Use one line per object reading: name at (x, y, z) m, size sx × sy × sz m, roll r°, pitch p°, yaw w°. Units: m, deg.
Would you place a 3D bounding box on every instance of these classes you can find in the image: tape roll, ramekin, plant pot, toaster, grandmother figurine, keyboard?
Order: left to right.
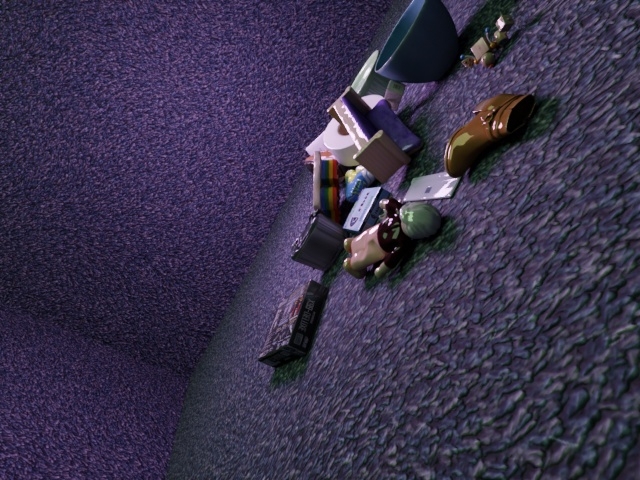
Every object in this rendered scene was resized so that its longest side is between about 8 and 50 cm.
toaster at (0.000, 0.000, 1.602) m, size 0.227 × 0.146 × 0.129 m, roll -58°, pitch 15°, yaw 19°
tape roll at (0.154, -0.424, 1.715) m, size 0.286 × 0.100 × 0.286 m, roll -24°, pitch 41°, yaw 24°
ramekin at (0.244, -0.712, 2.082) m, size 0.304 × 0.148 × 0.303 m, roll -56°, pitch 15°, yaw 23°
grandmother figurine at (0.173, -0.012, 1.115) m, size 0.342 × 0.103 × 0.208 m, roll -32°, pitch 60°, yaw 60°
plant pot at (0.343, -0.644, 1.480) m, size 0.290 × 0.195 × 0.290 m, roll -57°, pitch 15°, yaw 24°
keyboard at (0.279, -0.135, 1.128) m, size 0.072 × 0.014 × 0.256 m, roll -68°, pitch 13°, yaw -3°

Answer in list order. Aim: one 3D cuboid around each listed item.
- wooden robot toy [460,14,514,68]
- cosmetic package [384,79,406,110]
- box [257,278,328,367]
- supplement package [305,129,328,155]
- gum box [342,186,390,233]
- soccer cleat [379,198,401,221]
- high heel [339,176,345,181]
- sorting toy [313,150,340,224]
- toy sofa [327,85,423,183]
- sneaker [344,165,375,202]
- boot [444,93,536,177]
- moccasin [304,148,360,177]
wooden robot toy at (0.440, -0.485, 1.146) m, size 0.173 × 0.076 × 0.079 m, roll -43°, pitch 59°, yaw 55°
cosmetic package at (0.256, -0.505, 1.555) m, size 0.115 × 0.060 × 0.041 m, roll 100°, pitch -168°, yaw -78°
box at (-0.101, 0.296, 1.550) m, size 0.307 × 0.076 × 0.243 m, roll -42°, pitch 24°, yaw 55°
supplement package at (0.070, -0.480, 2.138) m, size 0.244 × 0.134 × 0.139 m, roll -39°, pitch 9°, yaw 24°
gum box at (0.147, -0.097, 1.471) m, size 0.157 × 0.041 × 0.184 m, roll -63°, pitch 14°, yaw -2°
soccer cleat at (0.200, -0.087, 1.267) m, size 0.083 × 0.035 × 0.029 m, roll -54°, pitch 15°, yaw 32°
high heel at (0.088, -0.353, 2.118) m, size 0.186 × 0.093 × 0.261 m, roll -59°, pitch 14°, yaw -29°
sorting toy at (0.031, -0.176, 1.753) m, size 0.257 × 0.089 × 0.256 m, roll 78°, pitch -169°, yaw -62°
toy sofa at (0.166, -0.367, 1.433) m, size 0.177 × 0.150 × 0.363 m, roll -42°, pitch 38°, yaw 20°
sneaker at (0.152, -0.198, 1.610) m, size 0.240 × 0.091 × 0.126 m, roll -174°, pitch 93°, yaw -75°
boot at (0.344, -0.217, 0.919) m, size 0.197 × 0.072 × 0.152 m, roll -64°, pitch 17°, yaw 5°
moccasin at (0.070, -0.355, 1.911) m, size 0.379 × 0.139 × 0.147 m, roll -5°, pitch 49°, yaw 56°
